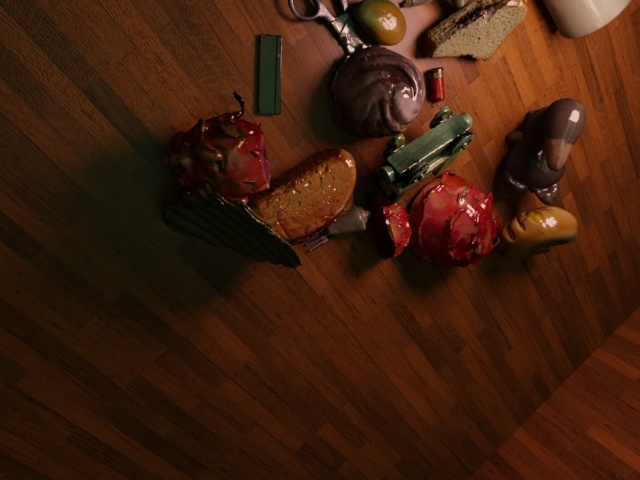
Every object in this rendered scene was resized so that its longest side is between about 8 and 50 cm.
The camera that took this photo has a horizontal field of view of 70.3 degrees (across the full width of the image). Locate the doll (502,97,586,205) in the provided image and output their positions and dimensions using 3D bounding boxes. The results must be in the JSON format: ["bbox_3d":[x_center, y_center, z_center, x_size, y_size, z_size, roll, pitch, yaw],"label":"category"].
[{"bbox_3d":[0.822,-0.336,1.712,0.378,0.252,0.383,-5,105,-64],"label":"doll"}]

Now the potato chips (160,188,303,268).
[{"bbox_3d":[-0.251,-0.018,1.343,0.429,0.358,0.070,41,58,-47],"label":"potato chips"}]

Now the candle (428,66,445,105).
[{"bbox_3d":[0.416,-0.543,1.614,0.051,0.052,0.131,-21,115,-16],"label":"candle"}]

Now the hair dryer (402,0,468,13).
[{"bbox_3d":[0.416,-0.788,1.508,0.224,0.089,0.219,-26,150,31],"label":"hair dryer"}]

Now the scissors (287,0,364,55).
[{"bbox_3d":[0.078,-0.660,1.435,0.256,0.029,0.384,-42,122,-12],"label":"scissors"}]

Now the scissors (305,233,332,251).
[{"bbox_3d":[0.000,0.000,1.631,0.113,0.012,0.039,-29,117,-13],"label":"scissors"}]

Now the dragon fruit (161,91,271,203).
[{"bbox_3d":[-0.296,-0.231,1.281,0.290,0.250,0.269,-1,148,3],"label":"dragon fruit"}]

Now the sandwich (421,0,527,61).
[{"bbox_3d":[0.512,-0.718,1.504,0.288,0.254,0.100,-8,68,-20],"label":"sandwich"}]

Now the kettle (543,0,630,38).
[{"bbox_3d":[0.900,-0.982,1.597,0.376,0.250,0.361,37,70,-27],"label":"kettle"}]

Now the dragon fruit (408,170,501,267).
[{"bbox_3d":[0.529,-0.059,1.728,0.370,0.249,0.387,-12,114,-25],"label":"dragon fruit"}]

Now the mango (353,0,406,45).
[{"bbox_3d":[0.190,-0.693,1.433,0.194,0.091,0.130,4,99,-31],"label":"mango"}]

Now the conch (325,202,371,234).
[{"bbox_3d":[0.098,-0.074,1.627,0.176,0.094,0.105,-14,129,9],"label":"conch"}]

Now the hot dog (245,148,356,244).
[{"bbox_3d":[-0.049,-0.121,1.473,0.405,0.185,0.223,-31,116,-11],"label":"hot dog"}]

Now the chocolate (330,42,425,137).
[{"bbox_3d":[0.206,-0.458,1.443,0.303,0.213,0.304,-12,117,-25],"label":"chocolate"}]

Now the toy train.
[{"bbox_3d":[0.343,-0.281,1.538,0.397,0.253,0.160,-34,76,-18],"label":"toy train"}]

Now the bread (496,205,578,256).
[{"bbox_3d":[0.870,-0.036,1.860,0.332,0.333,0.160,-2,70,-23],"label":"bread"}]

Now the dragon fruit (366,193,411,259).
[{"bbox_3d":[0.262,-0.059,1.666,0.189,0.162,0.262,-40,122,-39],"label":"dragon fruit"}]

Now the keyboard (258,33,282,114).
[{"bbox_3d":[-0.154,-0.505,1.390,0.072,0.023,0.231,-2,107,-16],"label":"keyboard"}]
